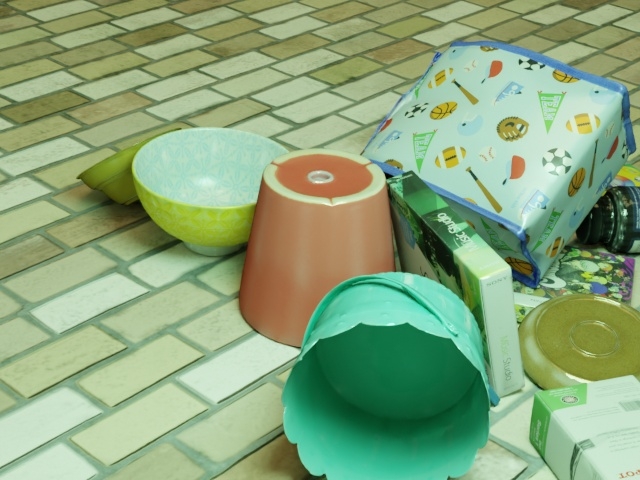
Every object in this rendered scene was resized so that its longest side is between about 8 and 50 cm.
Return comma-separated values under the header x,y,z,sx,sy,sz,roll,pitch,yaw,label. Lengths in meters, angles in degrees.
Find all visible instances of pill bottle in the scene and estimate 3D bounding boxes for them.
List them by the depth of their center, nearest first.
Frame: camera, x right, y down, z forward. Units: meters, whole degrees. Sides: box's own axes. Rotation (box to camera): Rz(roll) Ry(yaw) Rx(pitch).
x,y,z,sx,sy,sz,roll,pitch,yaw,label
0.581,-0.038,2.132,0.219,0.123,0.123,1,30,-6,pill bottle

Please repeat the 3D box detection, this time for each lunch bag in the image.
x,y,z,sx,sy,sz,roll,pitch,yaw,label
0.286,-0.153,2.003,0.385,0.239,0.328,28,71,31,lunch bag

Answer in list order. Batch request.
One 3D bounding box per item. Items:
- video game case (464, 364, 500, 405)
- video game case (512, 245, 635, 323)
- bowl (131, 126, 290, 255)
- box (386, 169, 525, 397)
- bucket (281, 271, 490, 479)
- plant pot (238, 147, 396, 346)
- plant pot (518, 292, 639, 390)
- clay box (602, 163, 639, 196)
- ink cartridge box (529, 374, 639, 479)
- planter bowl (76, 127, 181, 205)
x,y,z,sx,sy,sz,roll,pitch,yaw,label
0.186,0.175,1.741,0.015,0.119,0.166,-49,47,-9,video game case
0.421,0.080,1.991,0.210,0.042,0.232,12,31,12,video game case
-0.187,-0.067,2.072,0.289,0.156,0.289,4,33,-3,bowl
0.204,0.062,1.811,0.058,0.232,0.322,-22,35,-13,box
0.093,0.185,1.561,0.281,0.281,0.183,6,24,6,bucket
0.000,0.000,1.891,0.275,0.243,0.275,2,30,-1,plant pot
0.421,0.159,1.813,0.236,0.032,0.236,0,42,0,plant pot
0.578,-0.092,2.296,0.222,0.053,0.127,-13,34,-24,clay box
0.402,0.287,1.573,0.160,0.092,0.219,-7,31,-16,ink cartridge box
-0.338,-0.124,2.192,0.217,0.090,0.217,-26,3,2,planter bowl
